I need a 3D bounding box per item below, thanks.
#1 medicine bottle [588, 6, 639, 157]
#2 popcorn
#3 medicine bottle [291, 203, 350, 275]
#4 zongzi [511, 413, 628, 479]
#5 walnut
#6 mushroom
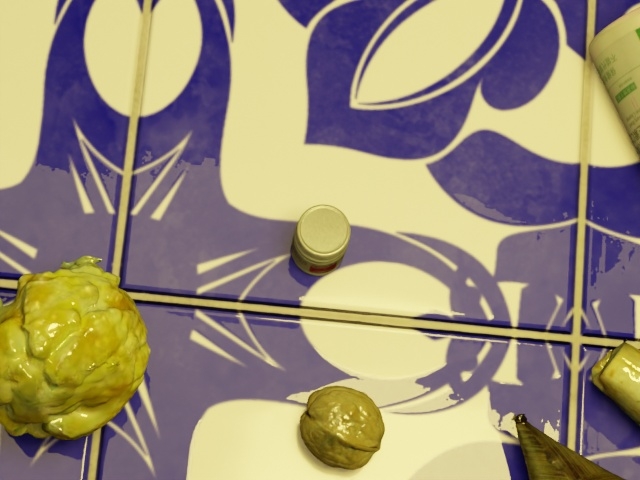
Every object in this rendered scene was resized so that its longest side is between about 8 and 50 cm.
[{"bbox_3d":[0.404,-0.119,1.849,0.133,0.133,0.274,-23,78,-10],"label":"medicine bottle"},{"bbox_3d":[-0.279,0.100,1.718,0.212,0.198,0.198,21,75,8],"label":"popcorn"},{"bbox_3d":[0.000,0.000,1.809,0.058,0.091,0.058,1,76,-4],"label":"medicine bottle"},{"bbox_3d":[0.329,0.268,1.751,0.221,0.112,0.242,-15,76,1],"label":"zongzi"},{"bbox_3d":[0.022,0.192,1.769,0.092,0.092,0.092,1,76,-4],"label":"walnut"},{"bbox_3d":[0.418,0.220,1.780,0.312,0.100,0.081,41,80,5],"label":"mushroom"}]
